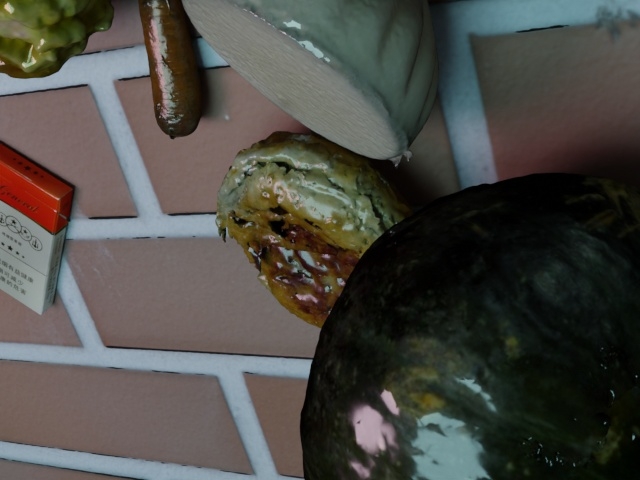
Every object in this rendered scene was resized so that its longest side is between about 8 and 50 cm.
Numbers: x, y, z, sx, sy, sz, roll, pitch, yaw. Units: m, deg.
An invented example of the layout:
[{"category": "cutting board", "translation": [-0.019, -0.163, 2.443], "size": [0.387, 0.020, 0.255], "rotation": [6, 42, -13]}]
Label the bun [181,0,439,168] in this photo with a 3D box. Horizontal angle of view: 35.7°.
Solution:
[{"category": "bun", "translation": [0.018, -0.213, 0.940], "size": [0.263, 0.175, 0.263], "rotation": [33, 172, 5]}]

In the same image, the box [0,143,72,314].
[{"category": "box", "translation": [-0.430, -0.013, 1.417], "size": [0.139, 0.035, 0.245], "rotation": [30, 131, 10]}]

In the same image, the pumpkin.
[{"category": "pumpkin", "translation": [0.189, 0.153, 0.905], "size": [0.344, 0.454, 0.455], "rotation": [23, 131, 36]}]

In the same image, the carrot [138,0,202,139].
[{"category": "carrot", "translation": [-0.168, -0.206, 1.119], "size": [0.060, 0.060, 0.186], "rotation": [10, 120, 25]}]

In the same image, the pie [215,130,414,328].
[{"category": "pie", "translation": [0.001, -0.001, 1.120], "size": [0.308, 0.085, 0.308], "rotation": [23, 146, 17]}]

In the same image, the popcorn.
[{"category": "popcorn", "translation": [-0.323, -0.278, 1.046], "size": [0.259, 0.259, 0.212], "rotation": [-22, 133, 39]}]
